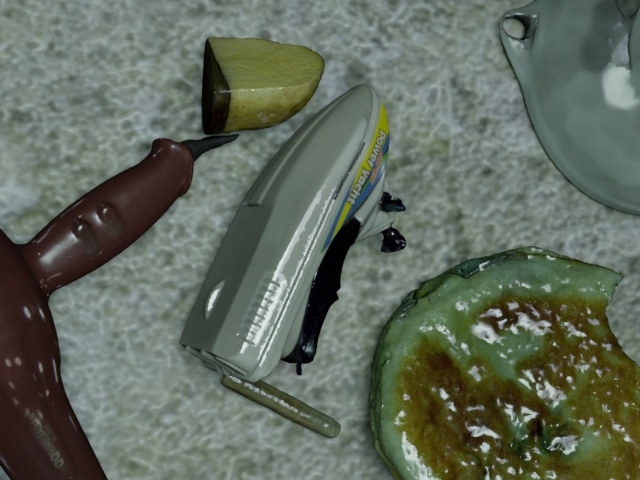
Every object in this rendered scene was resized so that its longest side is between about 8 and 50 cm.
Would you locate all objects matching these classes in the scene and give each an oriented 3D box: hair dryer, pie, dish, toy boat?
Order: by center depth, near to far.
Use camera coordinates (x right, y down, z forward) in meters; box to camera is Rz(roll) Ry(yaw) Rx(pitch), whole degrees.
[{"bbox_3d":[-0.173,0.039,0.892,0.340,0.123,0.312,-39,107,-26],"label":"hair dryer"},{"bbox_3d":[-0.008,0.001,0.909,0.141,0.141,0.269,40,74,-9],"label":"toy boat"},{"bbox_3d":[0.186,0.140,0.951,0.302,0.067,0.302,3,65,-7],"label":"pie"},{"bbox_3d":[0.336,-0.168,1.024,0.303,0.120,0.303,1,86,-16],"label":"dish"}]

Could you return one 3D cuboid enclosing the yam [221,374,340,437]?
[{"bbox_3d":[-0.034,0.143,0.945,0.116,0.021,0.021,28,79,-12],"label":"yam"}]

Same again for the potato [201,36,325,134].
[{"bbox_3d":[-0.049,-0.128,0.937,0.103,0.066,0.096,1,40,-10],"label":"potato"}]
